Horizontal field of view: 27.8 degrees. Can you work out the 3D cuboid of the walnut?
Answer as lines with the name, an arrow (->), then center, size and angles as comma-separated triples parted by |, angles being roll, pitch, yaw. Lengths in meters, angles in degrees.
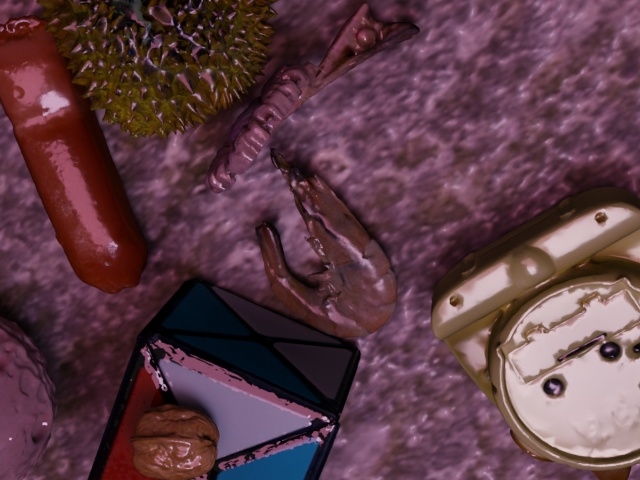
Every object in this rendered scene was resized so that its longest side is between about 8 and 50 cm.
walnut -> -0.156, 0.214, 1.364 | 0.096, 0.082, 0.078 | 2, 76, 8

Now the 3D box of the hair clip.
hair clip -> -0.022, -0.171, 1.476 | 0.300, 0.173, 0.069 | -40, 96, -7

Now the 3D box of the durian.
durian -> -0.182, -0.253, 1.430 | 0.291, 0.224, 0.291 | 1, 98, 9

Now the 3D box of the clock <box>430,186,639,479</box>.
clock -> 0.321, 0.136, 1.518 | 0.286, 0.117, 0.348 | -32, 98, 14

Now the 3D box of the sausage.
sausage -> -0.303, -0.101, 1.552 | 0.097, 0.094, 0.348 | -21, 99, -2

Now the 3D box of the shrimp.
shrimp -> -0.011, 0.011, 1.563 | 0.145, 0.059, 0.254 | -38, 100, 22

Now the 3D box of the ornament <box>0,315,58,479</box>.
ornament -> -0.448, 0.196, 1.570 | 0.259, 0.225, 0.259 | 15, 131, 18

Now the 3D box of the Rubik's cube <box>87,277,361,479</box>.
Rubik's cube -> -0.110, 0.220, 1.525 | 0.248, 0.246, 0.250 | 22, 105, 1
